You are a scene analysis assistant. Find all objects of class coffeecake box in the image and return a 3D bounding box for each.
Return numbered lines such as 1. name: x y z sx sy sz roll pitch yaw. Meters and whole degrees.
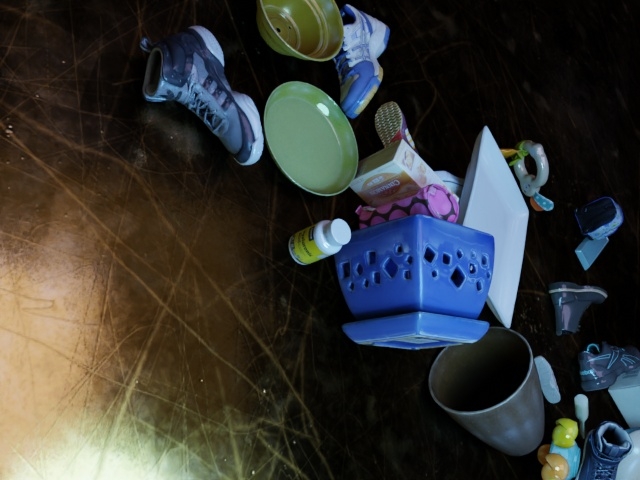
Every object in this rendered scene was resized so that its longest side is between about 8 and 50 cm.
1. coffeecake box: 0.171 -0.103 1.484 0.185 0.142 0.068 42 51 -22

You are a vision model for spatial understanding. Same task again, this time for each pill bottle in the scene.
1. pill bottle: 0.000 0.000 1.308 0.065 0.116 0.065 18 62 -37

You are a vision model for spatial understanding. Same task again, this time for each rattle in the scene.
1. rattle: 0.525 -0.153 1.878 0.142 0.130 0.200 -23 116 -34

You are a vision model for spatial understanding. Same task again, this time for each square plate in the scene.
1. square plate: 0.393 -0.025 1.655 0.347 0.049 0.344 49 49 -43

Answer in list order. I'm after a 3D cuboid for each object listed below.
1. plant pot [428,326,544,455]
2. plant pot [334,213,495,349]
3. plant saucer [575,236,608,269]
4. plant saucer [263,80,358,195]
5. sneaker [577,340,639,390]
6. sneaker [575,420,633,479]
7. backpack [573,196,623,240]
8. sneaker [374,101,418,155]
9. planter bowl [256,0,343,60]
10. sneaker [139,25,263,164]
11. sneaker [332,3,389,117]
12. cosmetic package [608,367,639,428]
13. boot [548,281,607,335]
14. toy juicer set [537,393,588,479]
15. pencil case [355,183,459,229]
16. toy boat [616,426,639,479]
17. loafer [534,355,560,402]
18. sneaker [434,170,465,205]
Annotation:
1. plant pot: 0.367 0.333 1.469 0.230 0.215 0.215 56 45 -30
2. plant pot: 0.178 0.092 1.359 0.236 0.236 0.212 13 71 -39
3. plant saucer: 0.796 0.016 2.089 0.192 0.018 0.067 -35 98 -45
4. plant saucer: -0.025 -0.197 1.420 0.241 0.037 0.241 18 62 -37
5. sneaker: 0.763 0.309 1.886 0.267 0.101 0.106 -13 80 -44
6. sneaker: 0.642 0.523 1.626 0.086 0.163 0.226 11 65 8
7. backpack: 0.805 -0.064 2.051 0.084 0.114 0.105 27 44 -37
8. sneaker: 0.173 -0.219 1.595 0.084 0.069 0.185 37 38 -61
9. planter bowl: -0.062 -0.443 1.445 0.217 0.090 0.217 18 62 -37
10. sneaker: -0.213 -0.238 1.228 0.153 0.101 0.269 -23 84 -44
11. sneaker: 0.060 -0.386 1.536 0.131 0.112 0.296 29 47 -22
12. cosmetic package: 0.925 0.479 1.957 0.309 0.113 0.160 56 46 -8
13. boot: 0.679 0.189 1.886 0.198 0.077 0.137 8 73 -26
14. toy juicer set: 0.532 0.458 1.601 0.329 0.089 0.209 -45 135 -48
15. pencil case: 0.167 -0.051 1.413 0.098 0.209 0.095 56 47 -14
16. toy boat: 0.844 0.490 1.799 0.267 0.148 0.318 18 105 -29
17. loafer: 0.543 0.330 1.725 0.125 0.045 0.039 66 28 -10
18. sneaker: 0.280 -0.096 1.614 0.258 0.094 0.091 2 68 -42
